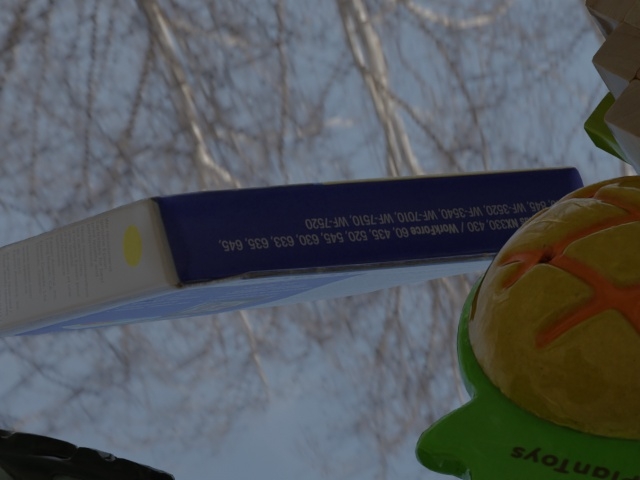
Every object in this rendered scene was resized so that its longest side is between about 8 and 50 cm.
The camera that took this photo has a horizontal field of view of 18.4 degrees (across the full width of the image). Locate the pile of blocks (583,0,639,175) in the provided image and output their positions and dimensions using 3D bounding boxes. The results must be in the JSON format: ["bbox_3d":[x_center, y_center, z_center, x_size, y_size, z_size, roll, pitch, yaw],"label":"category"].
[{"bbox_3d":[0.208,-0.063,0.895,0.112,0.362,0.149,33,-74,38],"label":"pile of blocks"}]

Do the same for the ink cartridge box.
[{"bbox_3d":[0.000,0.000,1.173,0.303,0.307,0.072,-4,-97,-34],"label":"ink cartridge box"}]

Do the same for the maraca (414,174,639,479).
[{"bbox_3d":[0.105,0.042,0.672,0.127,0.099,0.186,8,-145,22],"label":"maraca"}]

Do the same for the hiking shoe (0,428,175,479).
[{"bbox_3d":[-0.131,0.124,0.642,0.304,0.113,0.132,14,-103,-1],"label":"hiking shoe"}]
